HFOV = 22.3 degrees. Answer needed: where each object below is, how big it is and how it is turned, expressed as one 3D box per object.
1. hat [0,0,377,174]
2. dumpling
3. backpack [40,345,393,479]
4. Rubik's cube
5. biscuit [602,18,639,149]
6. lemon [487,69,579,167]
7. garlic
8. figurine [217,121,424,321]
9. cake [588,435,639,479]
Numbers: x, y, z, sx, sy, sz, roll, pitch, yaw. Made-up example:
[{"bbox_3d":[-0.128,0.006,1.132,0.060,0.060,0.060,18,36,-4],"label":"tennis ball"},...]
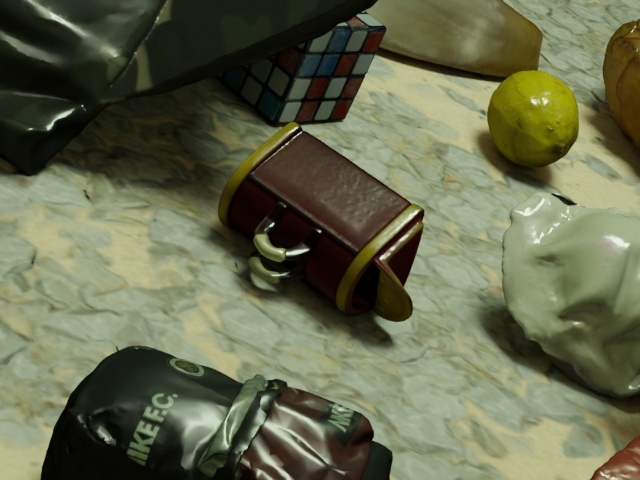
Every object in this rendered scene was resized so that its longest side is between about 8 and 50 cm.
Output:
[{"bbox_3d":[-0.126,-0.233,1.174,0.257,0.381,0.366,45,15,-23],"label":"hat"},{"bbox_3d":[0.205,0.045,1.142,0.188,0.108,0.127,35,47,-17],"label":"dumpling"},{"bbox_3d":[-0.049,0.115,0.784,0.165,0.106,0.120,26,31,-3],"label":"backpack"},{"bbox_3d":[-0.021,-0.158,1.325,0.092,0.092,0.092,-8,41,-48],"label":"Rubik's cube"},{"bbox_3d":[0.417,-0.109,1.590,0.326,0.107,0.326,19,30,-11],"label":"biscuit"},{"bbox_3d":[0.185,-0.108,1.417,0.082,0.082,0.111,18,23,-13],"label":"lemon"},{"bbox_3d":[0.083,-0.236,1.569,0.318,0.112,0.143,26,21,-21],"label":"garlic"},{"bbox_3d":[0.000,0.001,1.079,0.154,0.082,0.098,37,43,23],"label":"figurine"},{"bbox_3d":[0.169,0.173,0.779,0.151,0.177,0.283,36,30,24],"label":"cake"}]
